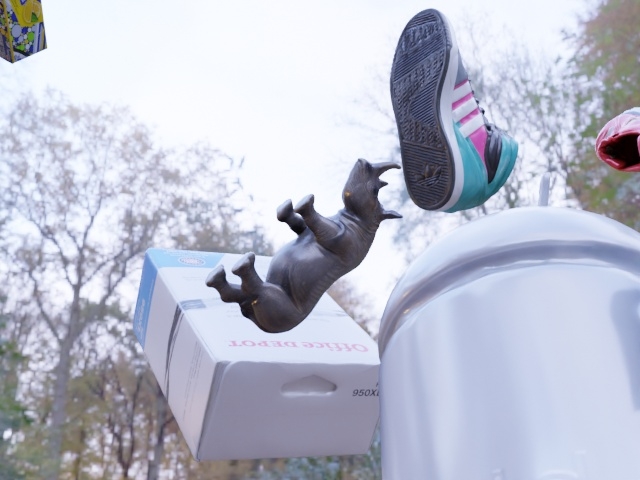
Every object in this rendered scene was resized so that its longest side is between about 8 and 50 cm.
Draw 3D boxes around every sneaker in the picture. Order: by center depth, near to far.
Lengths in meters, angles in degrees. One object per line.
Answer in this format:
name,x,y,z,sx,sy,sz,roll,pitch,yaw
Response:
sneaker,0.204,-0.177,1.129,0.124,0.295,0.178,-12,-14,42
sneaker,0.519,-0.165,1.314,0.118,0.107,0.279,-13,6,-3

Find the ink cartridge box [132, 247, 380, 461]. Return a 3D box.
ink cartridge box,-0.108,0.166,1.232,0.285,0.166,0.395,5,19,-28

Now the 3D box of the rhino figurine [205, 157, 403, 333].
rhino figurine,0.000,0.000,0.836,0.106,0.243,0.073,50,-11,-20

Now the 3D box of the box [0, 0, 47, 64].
box,-0.381,-0.308,0.944,0.054,0.059,0.169,28,-45,20

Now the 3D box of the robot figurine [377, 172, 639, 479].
robot figurine,0.135,0.121,0.443,0.200,0.353,0.300,20,-48,-17
